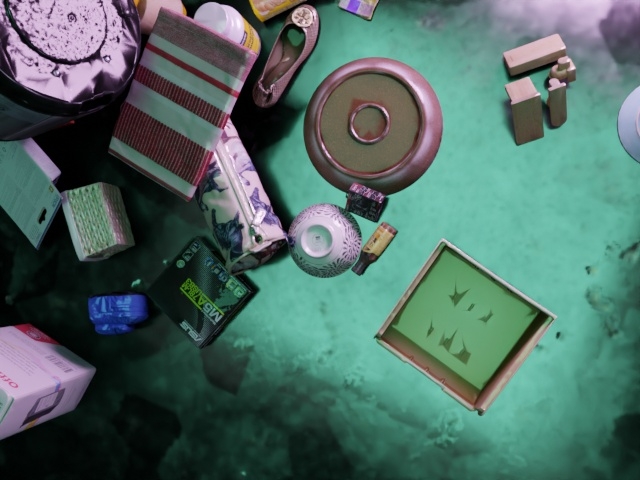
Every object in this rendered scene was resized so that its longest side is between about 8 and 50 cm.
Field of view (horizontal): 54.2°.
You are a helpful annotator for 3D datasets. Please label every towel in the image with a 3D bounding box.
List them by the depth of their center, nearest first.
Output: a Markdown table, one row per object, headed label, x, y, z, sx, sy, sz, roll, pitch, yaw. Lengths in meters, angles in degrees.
| label | x | y | z | sx | sy | sz | roll | pitch | yaw |
| --- | --- | --- | --- | --- | --- | --- | --- | --- | --- |
| towel | -0.288 | -0.277 | 1.277 | 0.237 | 0.037 | 0.329 | 31 | 105 | 17 |
| towel | 0.085 | -0.529 | 1.382 | 0.083 | 0.009 | 0.060 | 27 | 96 | 11 |

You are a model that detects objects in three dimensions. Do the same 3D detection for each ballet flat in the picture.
| label | x | y | z | sx | sy | sz | roll | pitch | yaw |
| --- | --- | --- | --- | --- | --- | --- | --- | --- | --- |
| ballet flat | -0.081 | -0.411 | 1.393 | 0.084 | 0.058 | 0.250 | 32 | 96 | 10 |

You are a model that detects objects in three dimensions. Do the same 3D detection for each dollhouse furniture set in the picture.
| label | x | y | z | sx | sy | sz | roll | pitch | yaw |
| --- | --- | --- | --- | --- | --- | --- | --- | --- | --- |
| dollhouse furniture set | 0.450 | -0.311 | 1.296 | 0.144 | 0.123 | 0.151 | -18 | 51 | 11 |

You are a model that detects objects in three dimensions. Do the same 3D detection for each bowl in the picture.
| label | x | y | z | sx | sy | sz | roll | pitch | yaw |
| --- | --- | --- | --- | --- | --- | --- | --- | --- | --- |
| bowl | 0.000 | 0.000 | 1.364 | 0.170 | 0.080 | 0.170 | 0 | 89 | 13 |

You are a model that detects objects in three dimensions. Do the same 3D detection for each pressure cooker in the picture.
| label | x | y | z | sx | sy | sz | roll | pitch | yaw |
| --- | --- | --- | --- | --- | --- | --- | --- | --- | --- |
| pressure cooker | -0.610 | -0.386 | 1.217 | 0.420 | 0.375 | 0.370 | -7 | 122 | 42 |

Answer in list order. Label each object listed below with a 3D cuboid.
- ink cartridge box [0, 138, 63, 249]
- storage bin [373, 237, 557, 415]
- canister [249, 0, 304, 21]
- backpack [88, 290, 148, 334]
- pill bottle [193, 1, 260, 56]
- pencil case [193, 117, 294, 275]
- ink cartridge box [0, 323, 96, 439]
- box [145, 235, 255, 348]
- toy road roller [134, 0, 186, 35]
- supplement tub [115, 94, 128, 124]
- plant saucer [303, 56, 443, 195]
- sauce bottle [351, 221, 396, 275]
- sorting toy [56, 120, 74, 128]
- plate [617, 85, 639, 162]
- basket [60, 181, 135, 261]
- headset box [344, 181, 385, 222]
| label | x | y | z | sx | sy | sz | roll | pitch | yaw |
| --- | --- | --- | --- | --- | --- | --- | --- | --- | --- |
| ink cartridge box | -0.691 | -0.125 | 1.478 | 0.224 | 0.045 | 0.223 | 50 | 129 | 5 |
| storage bin | 0.284 | 0.177 | 1.281 | 0.262 | 0.123 | 0.260 | 35 | 97 | 10 |
| canister | -0.081 | -0.576 | 1.387 | 0.170 | 0.073 | 0.126 | -22 | 85 | 13 |
| backpack | -0.461 | 0.167 | 1.456 | 0.120 | 0.098 | 0.101 | -9 | 87 | 3 |
| pill bottle | -0.203 | -0.445 | 1.355 | 0.103 | 0.184 | 0.103 | 0 | 90 | 12 |
| pencil case | -0.210 | -0.137 | 1.358 | 0.160 | 0.183 | 0.410 | -22 | 83 | -30 |
| ink cartridge box | -0.692 | 0.306 | 1.396 | 0.226 | 0.306 | 0.131 | 31 | 96 | 11 |
| box | -0.278 | 0.118 | 1.442 | 0.190 | 0.045 | 0.184 | 45 | 96 | 9 |
| toy road roller | -0.495 | -0.562 | 1.419 | 0.240 | 0.202 | 0.329 | -40 | 81 | 24 |
| supplement tub | -0.376 | -0.315 | 1.426 | 0.117 | 0.117 | 0.190 | 39 | 97 | 9 |
| plant saucer | 0.108 | -0.250 | 1.359 | 0.310 | 0.050 | 0.311 | 0 | 89 | 12 |
| sauce bottle | 0.113 | 0.020 | 1.359 | 0.042 | 0.042 | 0.128 | 36 | 95 | 10 |
| sorting toy | -0.730 | -0.370 | 1.516 | 0.257 | 0.089 | 0.255 | -14 | 87 | 12 |
| plate | 0.694 | -0.235 | 1.245 | 0.188 | 0.024 | 0.188 | 0 | 89 | 13 |
| basket | -0.515 | -0.045 | 1.460 | 0.103 | 0.113 | 0.167 | -17 | 86 | 7 |
| headset box | 0.092 | -0.083 | 1.353 | 0.083 | 0.032 | 0.062 | 24 | 137 | 12 |
